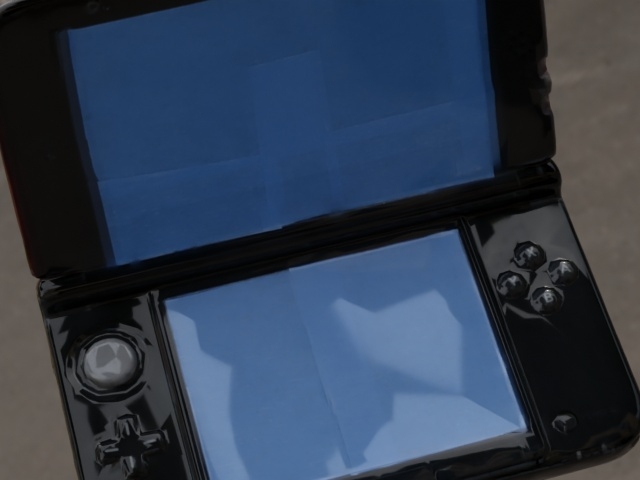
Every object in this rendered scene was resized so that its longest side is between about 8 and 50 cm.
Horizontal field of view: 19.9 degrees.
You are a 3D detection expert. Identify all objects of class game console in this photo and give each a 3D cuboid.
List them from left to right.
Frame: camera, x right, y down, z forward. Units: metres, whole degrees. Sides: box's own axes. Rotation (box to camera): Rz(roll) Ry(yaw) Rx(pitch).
[{"bbox_3d":[0.000,0.000,0.449,0.144,0.085,0.124,-13,60,-7],"label":"game console"}]
